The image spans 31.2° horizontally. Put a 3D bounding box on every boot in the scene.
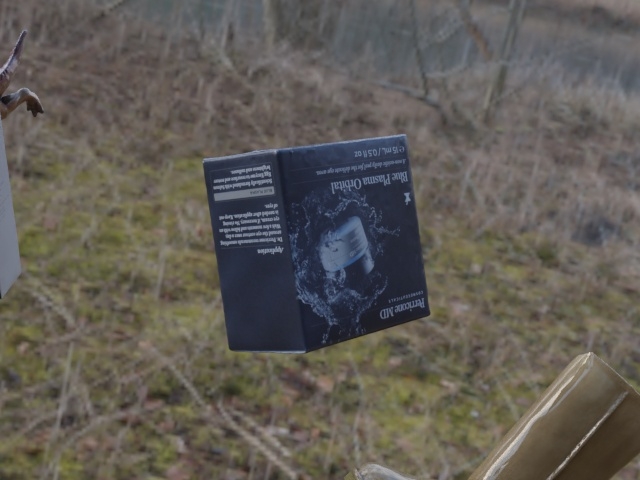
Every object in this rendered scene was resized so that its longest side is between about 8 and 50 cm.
[{"bbox_3d":[0.186,0.212,1.150,0.236,0.269,0.089,41,4,-31],"label":"boot"}]

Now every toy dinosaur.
[{"bbox_3d":[-0.555,-0.200,1.742,0.127,0.296,0.200,56,16,12],"label":"toy dinosaur"}]

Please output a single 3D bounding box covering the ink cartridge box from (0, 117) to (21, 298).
[{"bbox_3d":[-0.464,-0.080,1.392,0.165,0.332,0.065,14,42,10],"label":"ink cartridge box"}]

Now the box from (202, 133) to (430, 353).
[{"bbox_3d":[0.000,0.000,0.934,0.093,0.158,0.156,-4,6,44],"label":"box"}]
